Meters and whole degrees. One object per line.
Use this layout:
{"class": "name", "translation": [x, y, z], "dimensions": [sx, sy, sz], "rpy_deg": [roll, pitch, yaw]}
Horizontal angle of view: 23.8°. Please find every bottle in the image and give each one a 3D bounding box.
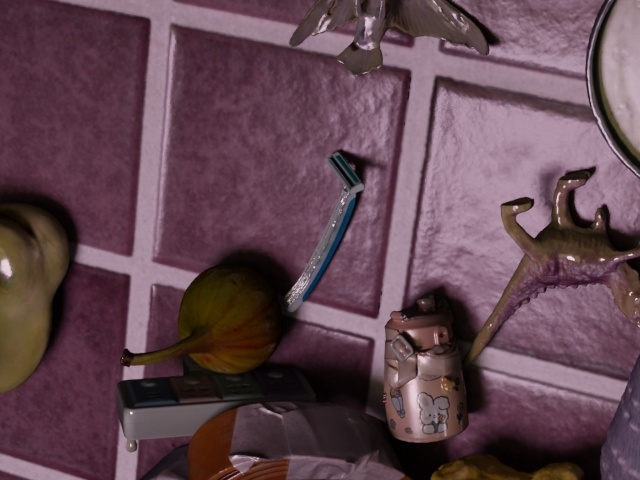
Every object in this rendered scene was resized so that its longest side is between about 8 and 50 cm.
{"class": "bottle", "translation": [0.108, 0.135, 1.642], "dimensions": [0.098, 0.099, 0.152], "rpy_deg": [0, 104, 22]}

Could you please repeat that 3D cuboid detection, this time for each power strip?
{"class": "power strip", "translation": [-0.123, 0.178, 1.723], "dimensions": [0.215, 0.145, 0.061], "rpy_deg": [-2, 109, -14]}

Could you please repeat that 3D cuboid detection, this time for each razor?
{"class": "razor", "translation": [0.004, 0.000, 1.676], "dimensions": [0.068, 0.037, 0.191], "rpy_deg": [56, 132, 48]}

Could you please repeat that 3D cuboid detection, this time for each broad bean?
{"class": "broad bean", "translation": [-0.401, 0.071, 1.818], "dimensions": [0.189, 0.121, 0.263], "rpy_deg": [32, 117, 15]}

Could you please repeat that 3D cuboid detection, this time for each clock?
{"class": "clock", "translation": [0.392, -0.164, 1.456], "dimensions": [0.280, 0.055, 0.281], "rpy_deg": [7, 108, 21]}

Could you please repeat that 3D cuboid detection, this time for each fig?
{"class": "fig", "translation": [-0.129, 0.098, 1.649], "dimensions": [0.124, 0.236, 0.124], "rpy_deg": [6, 102, 29]}

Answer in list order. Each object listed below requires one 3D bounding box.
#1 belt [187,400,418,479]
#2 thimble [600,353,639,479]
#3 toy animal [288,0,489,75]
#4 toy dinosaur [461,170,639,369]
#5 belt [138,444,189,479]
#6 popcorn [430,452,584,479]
{"class": "belt", "translation": [-0.014, 0.263, 1.655], "dimensions": [0.261, 0.105, 0.184], "rpy_deg": [16, 123, -22]}
{"class": "thimble", "translation": [0.400, 0.207, 1.490], "dimensions": [0.236, 0.205, 0.172], "rpy_deg": [8, 117, -11]}
{"class": "toy animal", "translation": [0.067, -0.248, 1.543], "dimensions": [0.219, 0.095, 0.155], "rpy_deg": [13, 114, 17]}
{"class": "toy dinosaur", "translation": [0.236, 0.038, 1.575], "dimensions": [0.251, 0.072, 0.200], "rpy_deg": [-14, 110, 15]}
{"class": "belt", "translation": [-0.101, 0.411, 1.797], "dimensions": [0.212, 0.117, 0.347], "rpy_deg": [-31, 93, 29]}
{"class": "popcorn", "translation": [0.210, 0.319, 1.597], "dimensions": [0.200, 0.226, 0.203], "rpy_deg": [27, 118, -36]}
